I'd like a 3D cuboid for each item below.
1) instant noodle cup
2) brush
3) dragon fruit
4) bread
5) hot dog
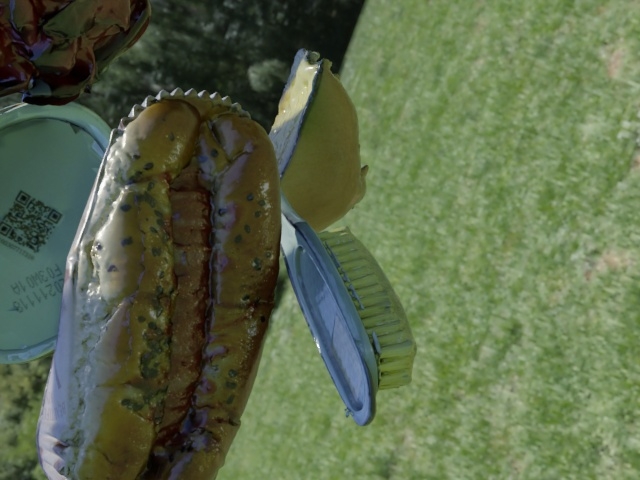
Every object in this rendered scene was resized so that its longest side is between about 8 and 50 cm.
[{"bbox_3d":[-0.281,-0.010,0.918,0.294,0.294,0.308,-71,17,-7],"label":"instant noodle cup"},{"bbox_3d":[0.000,0.000,0.670,0.068,0.060,0.297,99,152,-44],"label":"brush"},{"bbox_3d":[-0.223,-0.239,0.756,0.293,0.234,0.234,-43,-12,-33],"label":"dragon fruit"},{"bbox_3d":[-0.011,-0.085,1.122,0.252,0.133,0.174,-64,22,12],"label":"bread"},{"bbox_3d":[-0.090,0.039,0.578,0.075,0.144,0.268,-3,77,49],"label":"hot dog"}]
